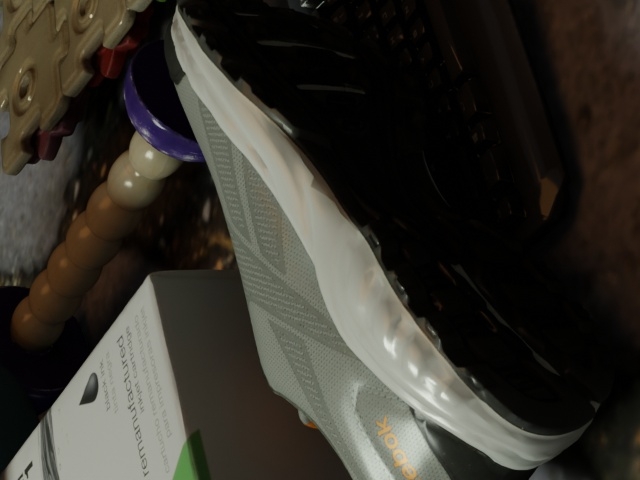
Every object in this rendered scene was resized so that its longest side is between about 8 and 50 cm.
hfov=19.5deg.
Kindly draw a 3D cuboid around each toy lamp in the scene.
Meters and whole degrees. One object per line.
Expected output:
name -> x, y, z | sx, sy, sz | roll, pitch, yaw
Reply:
toy lamp -> -0.128, 0.012, 1.002 | 0.274, 0.080, 0.080 | -51, 41, 40

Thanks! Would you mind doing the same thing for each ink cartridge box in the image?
ink cartridge box -> -0.061, 0.135, 0.809 | 0.219, 0.093, 0.160 | -50, 48, 46

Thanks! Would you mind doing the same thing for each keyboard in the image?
keyboard -> 0.004, -0.096, 0.827 | 0.201, 0.033, 0.317 | -47, 47, 44

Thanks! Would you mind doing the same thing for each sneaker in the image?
sneaker -> 0.000, 0.000, 0.712 | 0.108, 0.100, 0.271 | -60, 43, 32

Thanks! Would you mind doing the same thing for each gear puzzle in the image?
gear puzzle -> -0.094, -0.189, 1.046 | 0.339, 0.044, 0.175 | -45, 44, 41

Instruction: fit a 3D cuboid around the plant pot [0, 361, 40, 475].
plant pot -> -0.231, 0.152, 0.980 | 0.234, 0.166, 0.165 | 61, -154, -69
